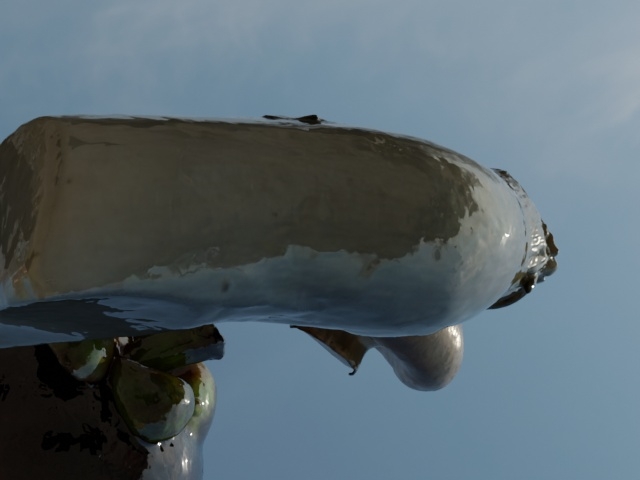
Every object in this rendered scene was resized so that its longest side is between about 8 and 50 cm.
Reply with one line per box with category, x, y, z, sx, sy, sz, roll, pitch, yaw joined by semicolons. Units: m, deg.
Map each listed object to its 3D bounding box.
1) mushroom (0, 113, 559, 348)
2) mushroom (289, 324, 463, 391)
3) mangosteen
mushroom;0.001;0.000;0.632;0.397;0.177;0.126;-1;-109;-28
mushroom;0.032;0.044;1.066;0.278;0.278;0.146;36;-95;37
mangosteen;-0.263;0.207;1.099;0.330;0.330;0.330;-6;-135;6
